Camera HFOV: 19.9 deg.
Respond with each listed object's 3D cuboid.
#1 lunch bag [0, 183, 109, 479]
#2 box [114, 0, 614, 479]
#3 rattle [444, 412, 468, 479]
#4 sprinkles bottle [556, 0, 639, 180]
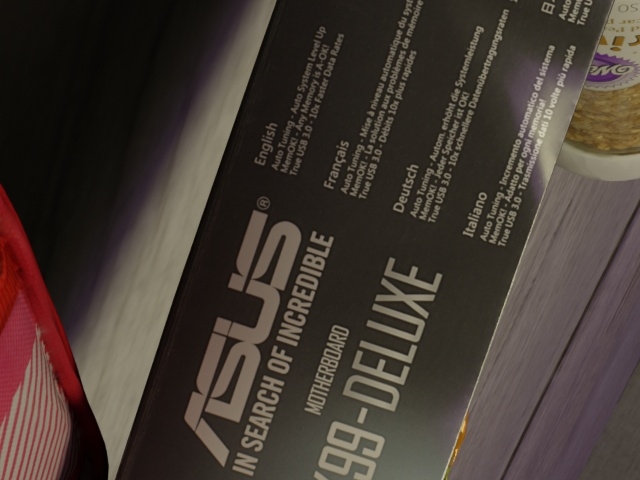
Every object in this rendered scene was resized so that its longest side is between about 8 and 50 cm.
[{"bbox_3d":[-0.167,0.096,0.342,0.293,0.120,0.258,-55,162,-25],"label":"lunch bag"},{"bbox_3d":[0.018,-0.035,0.519,0.242,0.077,0.307,-84,-167,-82],"label":"box"},{"bbox_3d":[0.030,0.144,1.149,0.200,0.130,0.142,6,105,-45],"label":"rattle"},{"bbox_3d":[0.140,-0.135,0.863,0.121,0.121,0.355,-57,164,-8],"label":"sprinkles bottle"}]
